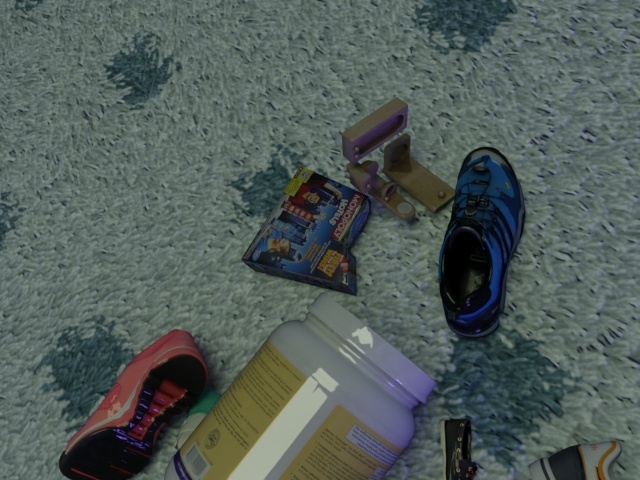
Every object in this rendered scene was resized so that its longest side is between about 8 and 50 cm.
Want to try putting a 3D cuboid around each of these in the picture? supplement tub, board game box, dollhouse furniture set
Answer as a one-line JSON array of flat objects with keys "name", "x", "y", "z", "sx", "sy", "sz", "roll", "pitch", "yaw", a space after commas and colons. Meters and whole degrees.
[{"name": "supplement tub", "x": -0.023, "y": 0.262, "z": 0.918, "sx": 0.241, "sy": 0.241, "sz": 0.331, "roll": 36, "pitch": 84, "yaw": 29}, {"name": "board game box", "x": 0.000, "y": 0.000, "z": 1.123, "sx": 0.194, "sy": 0.060, "sz": 0.194, "roll": 27, "pitch": 80, "yaw": 27}, {"name": "dollhouse furniture set", "x": 0.128, "y": -0.116, "z": 1.047, "sx": 0.144, "sy": 0.151, "sz": 0.123, "roll": -36, "pitch": 59, "yaw": -21}]

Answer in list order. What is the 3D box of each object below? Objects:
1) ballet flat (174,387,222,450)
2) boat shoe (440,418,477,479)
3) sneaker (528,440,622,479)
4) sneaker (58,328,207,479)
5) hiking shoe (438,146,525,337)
[{"name": "ballet flat", "x": -0.187, "y": 0.345, "z": 1.034, "sx": 0.083, "sy": 0.087, "sz": 0.248, "roll": -9, "pitch": 65, "yaw": 18}, {"name": "boat shoe", "x": 0.192, "y": 0.311, "z": 0.925, "sx": 0.041, "sy": 0.049, "sz": 0.133, "roll": -13, "pitch": 60, "yaw": 24}, {"name": "sneaker", "x": 0.372, "y": 0.389, "z": 0.780, "sx": 0.127, "sy": 0.126, "sz": 0.321, "roll": -30, "pitch": 59, "yaw": 13}, {"name": "sneaker", "x": -0.303, "y": 0.274, "z": 1.117, "sx": 0.314, "sy": 0.116, "sz": 0.136, "roll": -45, "pitch": 27, "yaw": 8}, {"name": "hiking shoe", "x": 0.239, "y": -0.014, "z": 0.995, "sx": 0.113, "sy": 0.132, "sz": 0.304, "roll": 0, "pitch": 69, "yaw": 21}]
